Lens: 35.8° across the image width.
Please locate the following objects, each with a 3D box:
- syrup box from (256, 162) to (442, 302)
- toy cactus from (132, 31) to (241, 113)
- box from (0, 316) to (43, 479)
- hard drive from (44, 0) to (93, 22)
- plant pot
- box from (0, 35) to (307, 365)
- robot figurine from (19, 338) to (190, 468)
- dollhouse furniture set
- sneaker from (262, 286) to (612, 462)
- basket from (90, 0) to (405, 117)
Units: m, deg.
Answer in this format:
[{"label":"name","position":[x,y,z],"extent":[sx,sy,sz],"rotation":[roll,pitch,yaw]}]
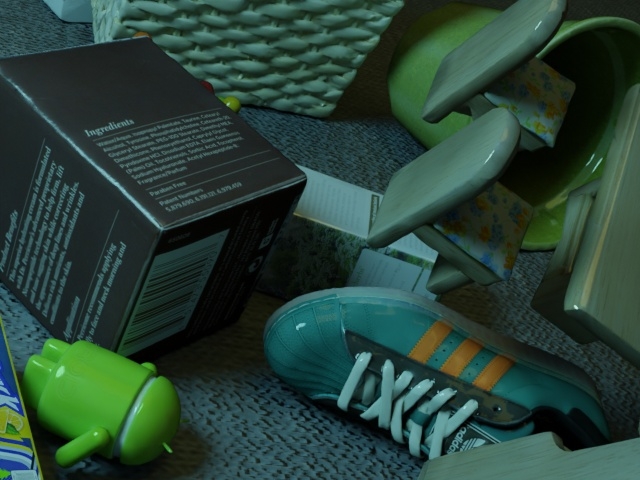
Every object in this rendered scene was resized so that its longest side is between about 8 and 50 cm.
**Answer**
[{"label":"syrup box","position":[0.000,0.000,0.923],"extent":[0.237,0.093,0.096],"rotation":[19,32,-5]},{"label":"toy cactus","position":[-0.145,-0.116,1.008],"extent":[0.180,0.112,0.219],"rotation":[53,22,18]},{"label":"box","position":[-0.222,0.120,0.636],"extent":[0.054,0.059,0.169],"rotation":[1,38,-29]},{"label":"hard drive","position":[-0.333,-0.405,1.376],"extent":[0.233,0.047,0.353],"rotation":[-10,44,-41]},{"label":"plant pot","position":[0.221,-0.166,1.188],"extent":[0.276,0.276,0.254],"rotation":[-2,27,-34]},{"label":"box","position":[-0.155,-0.031,0.790],"extent":[0.203,0.168,0.167],"rotation":[42,37,19]},{"label":"robot figurine","position":[-0.148,0.112,0.686],"extent":[0.115,0.067,0.101],"rotation":[24,23,2]},{"label":"dollhouse furniture set","position":[0.239,0.052,0.662],"extent":[0.362,0.256,0.394],"rotation":[36,57,-16]},{"label":"sneaker","position":[0.100,0.127,0.780],"extent":[0.302,0.108,0.121],"rotation":[17,28,-12]},{"label":"basket","position":[-0.078,-0.350,1.152],"extent":[0.331,0.328,0.266],"rotation":[7,53,-26]}]
